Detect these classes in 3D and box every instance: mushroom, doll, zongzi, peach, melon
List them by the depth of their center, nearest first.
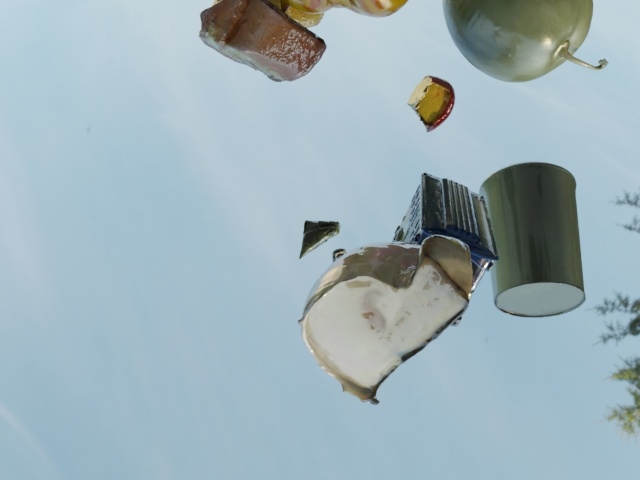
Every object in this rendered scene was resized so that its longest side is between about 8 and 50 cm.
[{"bbox_3d":[0.067,0.054,0.792,0.162,0.236,0.173,26,-144,-16],"label":"mushroom"},{"bbox_3d":[0.045,-0.484,1.112,0.269,0.162,0.167,16,-99,21],"label":"doll"},{"bbox_3d":[0.367,-0.439,1.179,0.271,0.272,0.308,-9,-143,-17],"label":"melon"},{"bbox_3d":[0.305,-0.381,1.693,0.118,0.151,0.151,-21,-128,3],"label":"peach"},{"bbox_3d":[0.000,0.000,1.738,0.109,0.055,0.119,1,-113,18],"label":"zongzi"}]

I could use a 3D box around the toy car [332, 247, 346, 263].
[{"bbox_3d":[0.051,0.063,1.683,0.041,0.093,0.025,-9,-143,-15],"label":"toy car"}]

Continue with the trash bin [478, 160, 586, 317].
[{"bbox_3d":[0.610,-0.021,1.797,0.280,0.280,0.432,6,-118,-4],"label":"trash bin"}]

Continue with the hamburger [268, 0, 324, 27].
[{"bbox_3d":[-0.123,-0.628,1.417,0.284,0.174,0.305,6,-106,-52],"label":"hamburger"}]

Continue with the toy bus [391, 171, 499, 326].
[{"bbox_3d":[0.217,0.007,1.133,0.138,0.175,0.288,22,-154,-2],"label":"toy bus"}]

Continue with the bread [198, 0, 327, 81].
[{"bbox_3d":[-0.131,-0.408,1.230,0.190,0.123,0.244,29,-173,38],"label":"bread"}]
